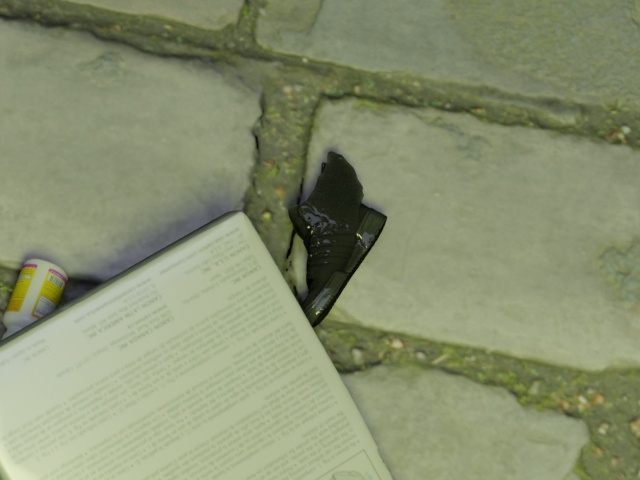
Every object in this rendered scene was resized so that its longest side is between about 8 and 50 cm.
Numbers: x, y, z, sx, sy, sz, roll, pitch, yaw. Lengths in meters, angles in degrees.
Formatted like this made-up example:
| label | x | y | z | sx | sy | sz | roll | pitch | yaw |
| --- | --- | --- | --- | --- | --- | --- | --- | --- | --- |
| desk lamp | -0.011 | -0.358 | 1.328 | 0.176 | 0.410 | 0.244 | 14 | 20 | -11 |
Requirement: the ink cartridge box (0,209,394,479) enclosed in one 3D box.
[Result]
| label | x | y | z | sx | sy | sz | roll | pitch | yaw |
| --- | --- | --- | --- | --- | --- | --- | --- | --- | --- |
| ink cartridge box | -0.112 | 0.211 | 1.644 | 0.308 | 0.091 | 0.385 | -30 | 93 | -19 |

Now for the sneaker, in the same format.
| label | x | y | z | sx | sy | sz | roll | pitch | yaw |
| --- | --- | --- | --- | --- | --- | --- | --- | --- | --- |
| sneaker | 0.000 | -0.001 | 1.752 | 0.089 | 0.051 | 0.170 | 32 | 62 | 6 |

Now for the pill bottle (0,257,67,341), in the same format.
| label | x | y | z | sx | sy | sz | roll | pitch | yaw |
| --- | --- | --- | --- | --- | --- | --- | --- | --- | --- |
| pill bottle | -0.265 | 0.061 | 1.687 | 0.043 | 0.043 | 0.083 | 19 | 66 | 0 |
